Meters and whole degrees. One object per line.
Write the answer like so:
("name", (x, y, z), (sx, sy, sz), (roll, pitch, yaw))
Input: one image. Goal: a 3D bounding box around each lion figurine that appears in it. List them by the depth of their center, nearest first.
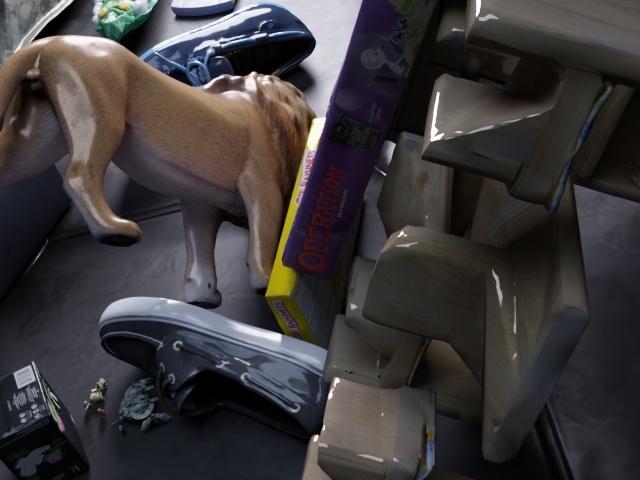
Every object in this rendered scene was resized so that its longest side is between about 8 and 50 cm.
("lion figurine", (-0.133, -0.083, 0.790), (0.142, 0.392, 0.240), (-14, 66, 31))

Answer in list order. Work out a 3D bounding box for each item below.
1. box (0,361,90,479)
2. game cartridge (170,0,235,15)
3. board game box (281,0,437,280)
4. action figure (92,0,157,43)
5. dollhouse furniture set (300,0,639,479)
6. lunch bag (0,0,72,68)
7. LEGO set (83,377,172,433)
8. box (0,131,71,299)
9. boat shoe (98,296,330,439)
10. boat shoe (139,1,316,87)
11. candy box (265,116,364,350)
("box", (-0.230, 0.152, 0.762), (0.052, 0.083, 0.062), (-26, 46, -10))
("game cartridge", (-0.146, -0.307, 1.209), (0.083, 0.017, 0.056), (-2, 45, 15))
("board game box", (0.046, -0.154, 0.663), (0.056, 0.347, 0.208), (14, 49, -5))
("action figure", (-0.249, -0.324, 1.221), (0.137, 0.063, 0.232), (-19, 42, 14))
("dollhouse furniture set", (0.170, -0.030, 0.642), (0.256, 0.362, 0.394), (15, 37, -1))
("lunch bag", (-0.451, -0.346, 1.230), (0.235, 0.169, 0.287), (1, 43, 25))
("LEGO set", (-0.164, 0.135, 0.800), (0.083, 0.023, 0.054), (-3, 48, 14))
("box", (-0.366, -0.029, 0.962), (0.158, 0.093, 0.156), (8, 51, 24))
("boat shoe", (-0.092, 0.110, 0.772), (0.228, 0.080, 0.076), (14, 52, 18))
("boat shoe", (-0.115, -0.181, 1.023), (0.258, 0.109, 0.089), (-41, 54, -18))
("candy box", (0.000, 0.000, 0.820), (0.027, 0.105, 0.206), (-6, 46, 21))
